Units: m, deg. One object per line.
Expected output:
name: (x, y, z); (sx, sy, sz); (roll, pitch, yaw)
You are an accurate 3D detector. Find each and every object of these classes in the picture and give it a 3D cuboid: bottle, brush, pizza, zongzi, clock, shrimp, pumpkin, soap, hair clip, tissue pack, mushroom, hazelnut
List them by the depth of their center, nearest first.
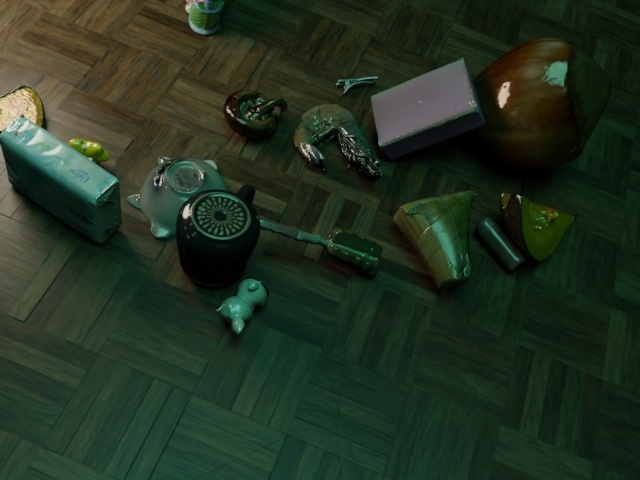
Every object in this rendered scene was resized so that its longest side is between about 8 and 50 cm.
tissue pack: (-0.542, -0.122, 1.527); (0.263, 0.177, 0.089); (35, 56, 11)
brush: (0.000, 0.000, 1.602); (0.301, 0.071, 0.084); (20, 57, -19)
pizza: (-0.721, -0.273, 1.675); (0.176, 0.036, 0.184); (-15, 63, -20)
zongzi: (0.324, -0.010, 1.706); (0.256, 0.115, 0.228); (-15, 64, -34)
bottle: (0.427, 0.010, 1.739); (0.053, 0.053, 0.140); (-26, 65, -27)
pumpkin: (0.493, -0.029, 1.758); (0.254, 0.130, 0.149); (10, 91, -43)
shrimp: (0.035, -0.235, 1.807); (0.178, 0.075, 0.289); (-20, 64, -15)
mushroom: (-0.158, -0.314, 1.808); (0.171, 0.080, 0.135); (-15, 74, -23)
soap: (0.264, -0.325, 1.833); (0.259, 0.081, 0.181); (-21, 54, 19)
hazelnut: (0.548, -0.356, 1.878); (0.372, 0.315, 0.372); (-10, 31, 6)
clock: (-0.301, -0.680, 1.951); (0.100, 0.195, 0.194); (2, 55, -16)
hair clip: (0.102, -0.419, 1.971); (0.115, 0.030, 0.039); (-14, 80, -19)

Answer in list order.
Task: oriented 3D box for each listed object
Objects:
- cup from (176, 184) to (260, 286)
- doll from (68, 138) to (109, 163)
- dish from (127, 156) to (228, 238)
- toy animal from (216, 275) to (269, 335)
cup: (-0.204, -0.018, 1.537); (0.169, 0.176, 0.223); (28, 51, 9)
doll: (-0.540, -0.167, 1.637); (0.135, 0.071, 0.113); (-10, 77, -12)
dish: (-0.314, -0.120, 1.634); (0.228, 0.086, 0.236); (7, 55, -9)
toy animal: (-0.162, 0.136, 1.508); (0.071, 0.085, 0.124); (43, 62, -4)
